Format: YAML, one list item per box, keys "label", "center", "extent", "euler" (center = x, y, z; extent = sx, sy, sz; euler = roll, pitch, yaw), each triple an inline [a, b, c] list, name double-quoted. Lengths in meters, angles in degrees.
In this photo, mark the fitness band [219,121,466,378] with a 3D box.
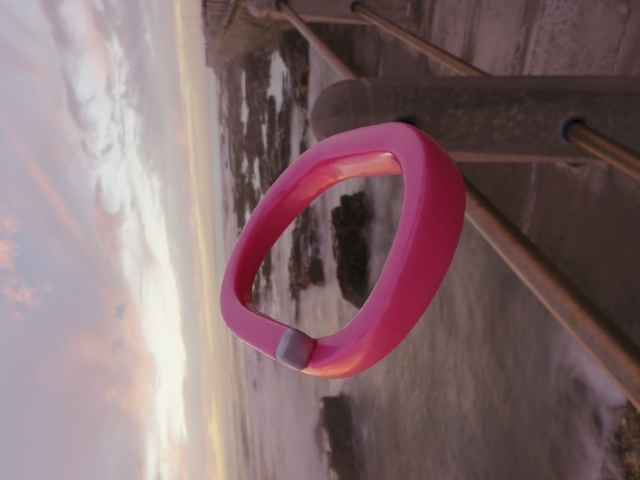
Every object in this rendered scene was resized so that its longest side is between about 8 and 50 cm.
- label: "fitness band"
  center: [0.000, 0.000, 0.475]
  extent: [0.290, 0.054, 0.209]
  euler: [9, 70, 63]
